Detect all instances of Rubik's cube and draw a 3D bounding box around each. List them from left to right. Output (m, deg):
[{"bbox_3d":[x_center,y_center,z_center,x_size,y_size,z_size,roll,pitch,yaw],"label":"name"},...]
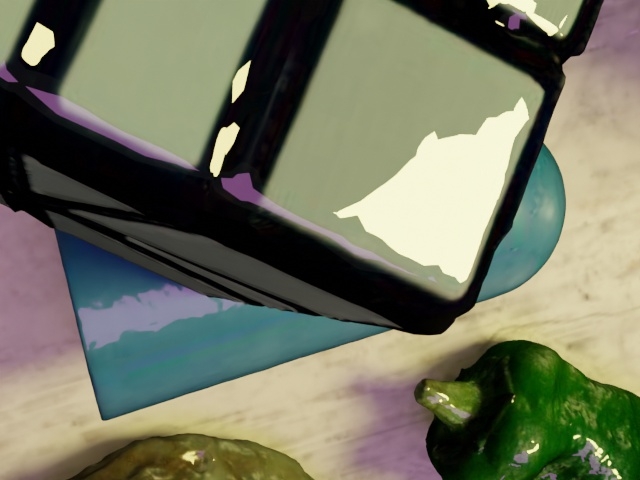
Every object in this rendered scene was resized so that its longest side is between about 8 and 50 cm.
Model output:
[{"bbox_3d":[-0.064,-0.146,0.631,0.293,0.288,0.283,24,83,-20],"label":"Rubik's cube"}]

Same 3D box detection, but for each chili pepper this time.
[{"bbox_3d":[0.169,0.143,0.967,0.270,0.136,0.099,27,150,-16],"label":"chili pepper"}]

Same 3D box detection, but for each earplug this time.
[{"bbox_3d":[0.000,0.000,0.859,0.273,0.132,0.132,-13,118,-8],"label":"earplug"}]

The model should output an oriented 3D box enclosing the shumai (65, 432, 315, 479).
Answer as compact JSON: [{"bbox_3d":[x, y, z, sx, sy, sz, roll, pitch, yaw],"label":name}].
[{"bbox_3d":[-0.088,0.257,0.919,0.260,0.222,0.225,-31,121,10],"label":"shumai"}]
